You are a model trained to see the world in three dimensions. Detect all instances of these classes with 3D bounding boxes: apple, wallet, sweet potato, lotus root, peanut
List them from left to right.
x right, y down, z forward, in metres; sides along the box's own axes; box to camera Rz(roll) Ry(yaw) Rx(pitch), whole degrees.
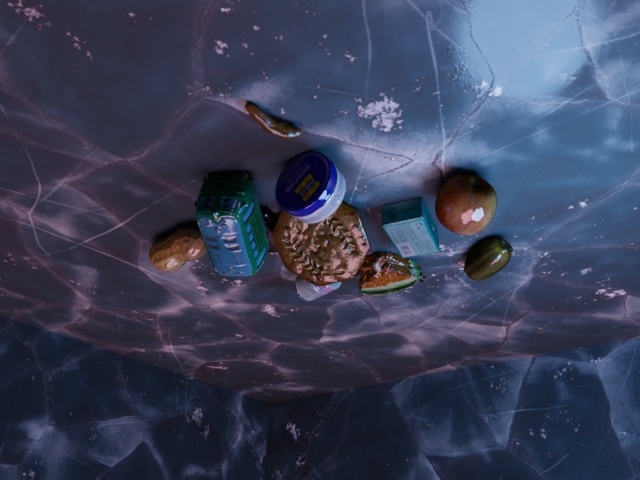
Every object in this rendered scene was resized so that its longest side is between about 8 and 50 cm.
[{"bbox_3d":[-0.543,0.036,2.019,0.313,0.149,0.149,-22,141,33],"label":"peanut"},{"bbox_3d":[-0.255,-0.027,1.976,0.262,0.072,0.221,-8,149,27],"label":"wallet"},{"bbox_3d":[-0.138,-0.328,1.484,0.182,0.053,0.054,24,-178,-27],"label":"sweet potato"},{"bbox_3d":[0.462,-0.116,1.674,0.188,0.188,0.174,8,137,-11],"label":"apple"},{"bbox_3d":[0.640,0.073,2.035,0.122,0.124,0.241,-1,151,-17],"label":"lotus root"}]

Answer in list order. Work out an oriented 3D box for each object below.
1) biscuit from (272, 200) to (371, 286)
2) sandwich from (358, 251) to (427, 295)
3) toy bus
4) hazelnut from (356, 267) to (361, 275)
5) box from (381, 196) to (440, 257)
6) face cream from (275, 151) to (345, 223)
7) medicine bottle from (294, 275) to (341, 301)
[{"bbox_3d":[0.000,0.000,1.843,0.358,0.046,0.360,6,115,13],"label":"biscuit"},{"bbox_3d":[0.263,0.133,2.178,0.212,0.109,0.292,30,137,-28],"label":"sandwich"},{"bbox_3d":[-0.296,-0.038,1.760,0.183,0.200,0.344,1,135,11],"label":"toy bus"},{"bbox_3d":[0.068,0.046,1.970,0.207,0.208,0.208,1,149,1],"label":"hazelnut"},{"bbox_3d":[0.327,-0.040,1.895,0.153,0.092,0.245,-10,146,21],"label":"box"},{"bbox_3d":[-0.027,-0.157,1.608,0.205,0.206,0.111,-19,147,30],"label":"face cream"},{"bbox_3d":[-0.008,0.170,2.220,0.135,0.135,0.168,27,142,-35],"label":"medicine bottle"}]
